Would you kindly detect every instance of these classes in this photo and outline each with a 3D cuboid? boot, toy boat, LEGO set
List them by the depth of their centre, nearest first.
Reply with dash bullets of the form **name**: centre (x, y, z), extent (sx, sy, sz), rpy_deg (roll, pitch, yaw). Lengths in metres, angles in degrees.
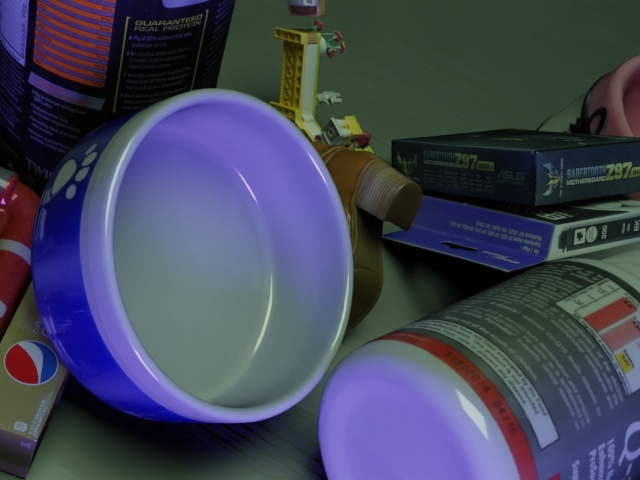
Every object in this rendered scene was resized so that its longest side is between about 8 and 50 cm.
- **toy boat**: centre (-0.303, 0.000, 0.827), extent (0.151, 0.151, 0.231), rpy_deg (21, 45, -8)
- **boot**: centre (0.000, 0.000, 1.027), extent (0.152, 0.197, 0.073), rpy_deg (30, -6, 45)
- **LEGO set**: centre (0.025, -0.147, 1.139), extent (0.107, 0.132, 0.287), rpy_deg (-11, 79, -40)

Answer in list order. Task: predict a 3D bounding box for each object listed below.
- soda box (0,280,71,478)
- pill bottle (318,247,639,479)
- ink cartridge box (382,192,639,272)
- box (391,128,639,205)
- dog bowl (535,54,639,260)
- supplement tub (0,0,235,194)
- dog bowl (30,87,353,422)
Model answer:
- **soda box**: centre (-0.227, 0.093, 0.845), extent (0.058, 0.061, 0.181), rpy_deg (21, 45, -8)
- **pill bottle**: centre (0.194, 0.135, 0.914), extent (0.362, 0.210, 0.210), rpy_deg (-20, 62, -37)
- **ink cartridge box**: centre (0.201, -0.020, 1.090), extent (0.208, 0.045, 0.206), rpy_deg (-11, 15, -33)
- **box**: centre (0.215, -0.084, 1.132), extent (0.183, 0.059, 0.232), rpy_deg (-9, 12, -31)
- **dog bowl**: centre (0.461, -0.063, 1.270), extent (0.407, 0.150, 0.408), rpy_deg (14, 47, -15)
- **supplement tub**: centre (-0.181, -0.208, 0.931), extent (0.207, 0.338, 0.207), rpy_deg (11, 43, -10)
- **dog bowl**: centre (-0.097, 0.016, 0.858), extent (0.264, 0.104, 0.265), rpy_deg (11, 75, -45)
